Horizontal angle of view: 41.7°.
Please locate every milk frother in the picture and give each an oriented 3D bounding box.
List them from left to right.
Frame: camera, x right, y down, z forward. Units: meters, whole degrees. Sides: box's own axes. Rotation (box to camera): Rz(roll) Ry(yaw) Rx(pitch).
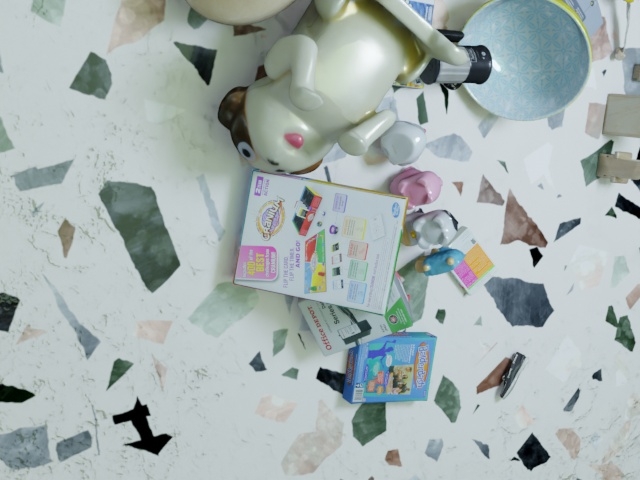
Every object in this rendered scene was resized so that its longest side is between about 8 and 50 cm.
[{"bbox_3d":[0.265,-0.363,1.785,0.135,0.129,0.143,-5,141,-26],"label":"milk frother"}]

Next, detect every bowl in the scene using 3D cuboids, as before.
[{"bbox_3d":[0.455,-0.425,1.845,0.289,0.289,0.156,61,36,-23],"label":"bowl"}]

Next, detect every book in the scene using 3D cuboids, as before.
[{"bbox_3d":[0.347,0.050,1.989,0.096,0.035,0.144,-43,116,-9],"label":"book"}]

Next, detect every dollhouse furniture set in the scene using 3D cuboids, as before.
[{"bbox_3d":[0.907,-0.281,2.121,0.356,0.174,0.303,2,100,-27],"label":"dollhouse furniture set"}]

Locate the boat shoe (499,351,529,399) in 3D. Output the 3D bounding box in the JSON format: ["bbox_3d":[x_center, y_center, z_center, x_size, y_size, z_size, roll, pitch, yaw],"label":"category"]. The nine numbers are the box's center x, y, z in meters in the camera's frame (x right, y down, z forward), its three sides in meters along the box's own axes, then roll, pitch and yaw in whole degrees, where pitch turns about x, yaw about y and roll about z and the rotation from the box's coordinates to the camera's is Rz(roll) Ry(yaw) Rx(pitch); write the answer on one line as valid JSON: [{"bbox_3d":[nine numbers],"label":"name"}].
[{"bbox_3d":[0.480,0.340,2.116,0.125,0.038,0.046,-62,161,3],"label":"boat shoe"}]

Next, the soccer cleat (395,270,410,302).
[{"bbox_3d":[0.121,0.068,1.863,0.248,0.083,0.095,58,42,-18],"label":"soccer cleat"}]

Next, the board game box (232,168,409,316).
[{"bbox_3d":[0.000,0.000,1.686,0.317,0.064,0.242,12,97,8],"label":"board game box"}]

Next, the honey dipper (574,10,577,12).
[{"bbox_3d":[0.600,-0.453,1.953,0.030,0.030,0.160,-32,116,-18],"label":"honey dipper"}]

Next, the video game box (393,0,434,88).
[{"bbox_3d":[0.144,-0.432,1.773,0.187,0.048,0.205,2,100,-25],"label":"video game box"}]

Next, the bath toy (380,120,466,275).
[{"bbox_3d":[0.217,-0.101,1.839,0.129,0.151,0.348,-41,118,-53],"label":"bath toy"}]

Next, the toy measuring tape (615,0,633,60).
[{"bbox_3d":[0.687,-0.591,1.996,0.121,0.121,0.330,-21,127,-22],"label":"toy measuring tape"}]

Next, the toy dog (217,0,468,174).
[{"bbox_3d":[-0.010,-0.305,1.559,0.285,0.395,0.408,32,103,-38],"label":"toy dog"}]

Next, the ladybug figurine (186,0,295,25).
[{"bbox_3d":[-0.095,-0.588,1.517,0.305,0.162,0.449,26,89,10],"label":"ladybug figurine"}]

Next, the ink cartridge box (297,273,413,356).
[{"bbox_3d":[0.072,0.138,1.786,0.208,0.087,0.153,-21,113,11],"label":"ink cartridge box"}]

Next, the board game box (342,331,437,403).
[{"bbox_3d":[0.161,0.291,1.937,0.210,0.047,0.160,4,98,-27],"label":"board game box"}]

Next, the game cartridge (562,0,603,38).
[{"bbox_3d":[0.529,-0.565,1.936,0.198,0.062,0.297,-49,117,-14],"label":"game cartridge"}]
